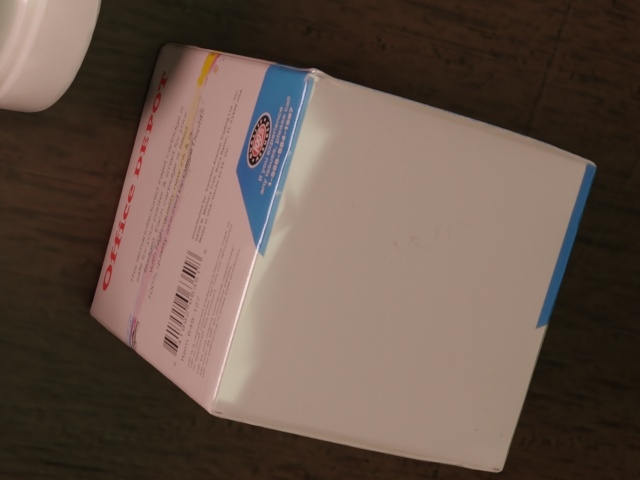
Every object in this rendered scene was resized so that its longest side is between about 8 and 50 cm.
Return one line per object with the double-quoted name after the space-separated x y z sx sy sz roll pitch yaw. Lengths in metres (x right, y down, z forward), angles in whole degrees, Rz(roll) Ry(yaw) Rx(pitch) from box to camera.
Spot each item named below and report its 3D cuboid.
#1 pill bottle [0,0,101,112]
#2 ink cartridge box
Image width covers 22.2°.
-0.256 -0.147 0.786 0.278 0.162 0.162 8 98 -32 "pill bottle"
0.000 0.000 0.883 0.168 0.233 0.171 14 95 -24 "ink cartridge box"
